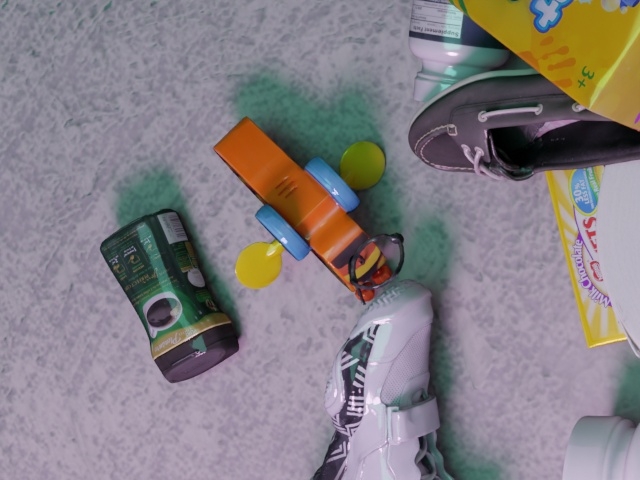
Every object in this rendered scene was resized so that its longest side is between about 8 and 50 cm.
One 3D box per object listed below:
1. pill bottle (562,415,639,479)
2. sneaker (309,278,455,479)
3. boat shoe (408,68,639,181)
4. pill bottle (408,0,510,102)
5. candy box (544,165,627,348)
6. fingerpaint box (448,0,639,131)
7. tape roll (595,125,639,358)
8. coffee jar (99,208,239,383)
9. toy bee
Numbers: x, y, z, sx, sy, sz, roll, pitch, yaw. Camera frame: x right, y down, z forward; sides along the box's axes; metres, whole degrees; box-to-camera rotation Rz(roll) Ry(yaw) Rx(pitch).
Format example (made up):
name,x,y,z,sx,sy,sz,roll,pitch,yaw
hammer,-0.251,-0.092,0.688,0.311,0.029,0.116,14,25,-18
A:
name,x,y,z,sx,sy,sz,roll,pitch,yaw
pill bottle,0.390,0.248,1.913,0.283,0.161,0.161,1,95,25
sneaker,0.105,0.233,2.066,0.210,0.137,0.366,23,109,20
boat shoe,0.216,-0.108,1.909,0.335,0.112,0.095,-14,53,38
pill bottle,0.147,-0.230,2.016,0.108,0.108,0.180,11,100,24
candy box,0.300,0.001,2.009,0.105,0.027,0.206,-15,88,29
fingerpaint box,0.271,-0.381,1.761,0.371,0.163,0.445,43,108,32
tape roll,0.454,-0.017,1.856,0.392,0.072,0.392,-5,77,24
coffee jar,-0.168,0.064,2.204,0.096,0.079,0.184,-29,81,21
toy bee,0.000,0.000,2.092,0.195,0.162,0.298,-27,51,10
